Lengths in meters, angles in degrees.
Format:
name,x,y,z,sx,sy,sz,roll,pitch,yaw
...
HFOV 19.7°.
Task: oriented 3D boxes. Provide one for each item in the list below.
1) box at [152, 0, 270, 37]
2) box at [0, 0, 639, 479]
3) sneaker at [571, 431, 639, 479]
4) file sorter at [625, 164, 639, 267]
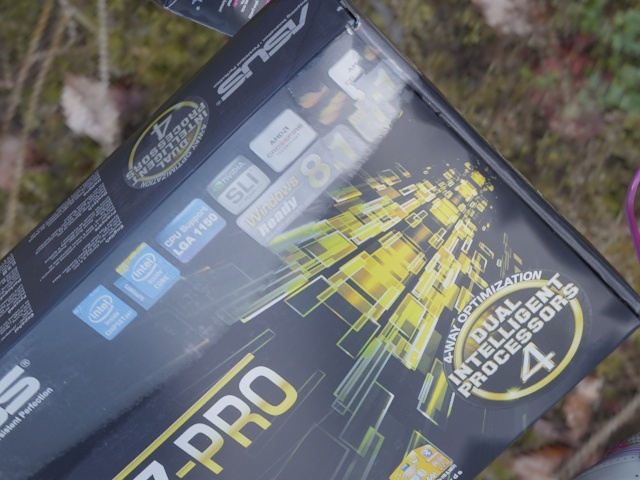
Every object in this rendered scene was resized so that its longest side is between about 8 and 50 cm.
name,x,y,z,sx,sy,sz,roll,pitch,yaw
box,-0.058,-0.313,1.684,0.142,0.163,0.247,21,99,-27
box,-0.038,0.075,1.121,0.395,0.097,0.318,-43,124,7
sneaker,0.151,0.154,0.797,0.103,0.111,0.252,45,173,23
file sorter,0.437,-0.011,1.598,0.290,0.202,0.182,17,127,-15
